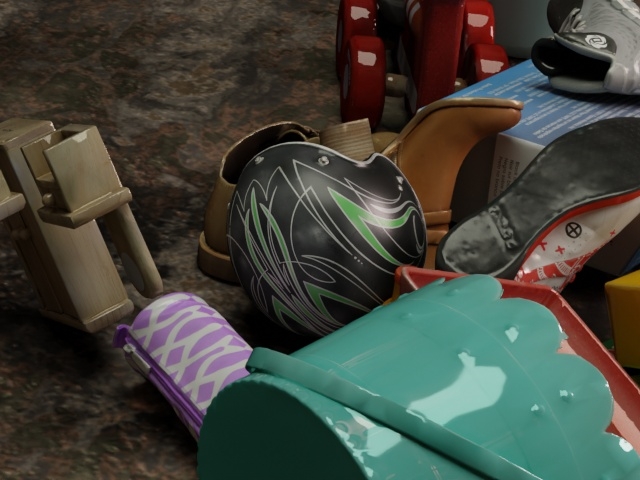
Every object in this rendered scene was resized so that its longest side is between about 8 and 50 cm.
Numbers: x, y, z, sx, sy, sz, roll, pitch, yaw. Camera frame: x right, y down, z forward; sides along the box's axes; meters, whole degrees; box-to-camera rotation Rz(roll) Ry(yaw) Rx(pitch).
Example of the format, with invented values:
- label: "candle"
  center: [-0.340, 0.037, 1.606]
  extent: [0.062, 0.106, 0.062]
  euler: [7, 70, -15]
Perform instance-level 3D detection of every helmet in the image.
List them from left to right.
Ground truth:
- label: "helmet"
  center: [0.000, 0.000, 1.645]
  extent: [0.169, 0.169, 0.161]
  euler: [26, 17, 31]

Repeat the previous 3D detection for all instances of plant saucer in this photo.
- label: "plant saucer"
  center: [0.182, 0.134, 1.427]
  extent: [0.259, 0.047, 0.258]
  euler: [51, 22, 25]

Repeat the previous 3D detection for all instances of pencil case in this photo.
- label: "pencil case"
  center: [-0.082, 0.119, 1.502]
  extent: [0.088, 0.086, 0.206]
  euler: [1, 27, -37]

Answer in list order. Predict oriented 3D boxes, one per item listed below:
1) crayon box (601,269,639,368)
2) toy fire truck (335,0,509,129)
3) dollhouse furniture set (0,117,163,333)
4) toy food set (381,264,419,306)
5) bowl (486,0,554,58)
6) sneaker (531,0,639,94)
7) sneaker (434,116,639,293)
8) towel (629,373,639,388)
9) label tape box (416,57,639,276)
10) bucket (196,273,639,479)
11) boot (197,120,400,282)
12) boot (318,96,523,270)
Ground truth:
- label: "crayon box"
  center: [0.386, 0.052, 1.607]
  extent: [0.202, 0.081, 0.319]
  euler: [-19, 14, -36]
- label: "toy fire truck"
  center: [0.114, -0.262, 2.046]
  extent: [0.169, 0.253, 0.302]
  euler: [4, 30, -6]
- label: "dollhouse furniture set"
  center: [-0.341, 0.056, 1.512]
  extent: [0.356, 0.173, 0.303]
  euler: [-29, 16, -23]
- label: "toy food set"
  center: [0.068, 0.121, 1.512]
  extent: [0.111, 0.104, 0.232]
  euler: [14, 30, 12]
- label: "bowl"
  center: [0.248, -0.323, 2.277]
  extent: [0.312, 0.163, 0.311]
  euler: [6, 29, -3]
- label: "sneaker"
  center: [0.256, -0.204, 1.923]
  extent: [0.132, 0.086, 0.229]
  euler: [-6, 26, -24]
- label: "sneaker"
  center: [0.199, 0.004, 1.674]
  extent: [0.270, 0.145, 0.090]
  euler: [-34, 60, -26]
- label: "towel"
  center: [0.285, 0.142, 1.607]
  extent: [0.237, 0.021, 0.102]
  euler: [-8, 32, -25]
- label: "label tape box"
  center: [0.294, -0.063, 1.849]
  extent: [0.348, 0.115, 0.249]
  euler: [22, 28, 28]
- label: "bucket"
  center: [0.058, 0.171, 1.269]
  extent: [0.183, 0.281, 0.281]
  euler: [-21, 39, -33]
- label: "boot"
  center: [0.004, -0.063, 1.818]
  extent: [0.112, 0.115, 0.305]
  euler: [22, 31, 30]
- label: "boot"
  center: [0.103, -0.046, 1.751]
  extent: [0.197, 0.152, 0.073]
  euler: [-14, -5, 5]
